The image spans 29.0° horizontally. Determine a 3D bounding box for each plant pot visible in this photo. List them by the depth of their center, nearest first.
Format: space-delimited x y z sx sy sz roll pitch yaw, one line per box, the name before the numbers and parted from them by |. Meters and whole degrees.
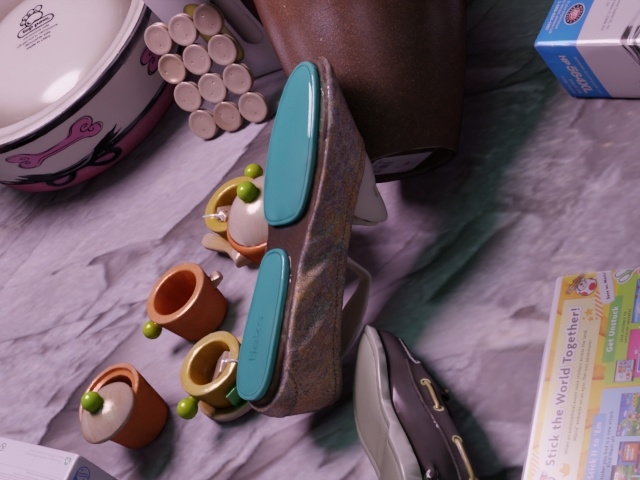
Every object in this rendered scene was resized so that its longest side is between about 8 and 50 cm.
plant pot | 0.051 -0.178 1.174 0.215 0.215 0.230 -18 77 30

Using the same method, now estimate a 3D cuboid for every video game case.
video game case | 0.251 0.115 0.891 0.206 0.026 0.227 -8 53 36

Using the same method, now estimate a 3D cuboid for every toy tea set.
toy tea set | -0.118 0.054 1.189 0.200 0.124 0.336 10 64 45

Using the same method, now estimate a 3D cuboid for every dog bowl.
dog bowl | -0.346 -0.241 1.578 0.408 0.150 0.408 -14 56 21

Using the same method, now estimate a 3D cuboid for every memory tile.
memory tile | -0.130 -0.191 1.405 0.113 0.148 0.012 -16 20 32

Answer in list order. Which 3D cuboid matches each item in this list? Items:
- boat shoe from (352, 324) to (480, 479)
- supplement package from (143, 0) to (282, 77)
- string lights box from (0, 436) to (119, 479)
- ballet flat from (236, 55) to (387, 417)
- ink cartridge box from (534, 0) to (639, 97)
boat shoe | 0.073 0.148 0.988 0.069 0.081 0.228 4 31 -11
supplement package | -0.080 -0.313 1.412 0.194 0.203 0.149 -13 49 34
string lights box | -0.301 0.322 1.155 0.133 0.077 0.259 2 59 42
ballet flat | 0.000 0.000 1.093 0.107 0.106 0.316 7 87 62
ink cartridge box | 0.310 -0.202 1.064 0.203 0.086 0.148 9 64 44
